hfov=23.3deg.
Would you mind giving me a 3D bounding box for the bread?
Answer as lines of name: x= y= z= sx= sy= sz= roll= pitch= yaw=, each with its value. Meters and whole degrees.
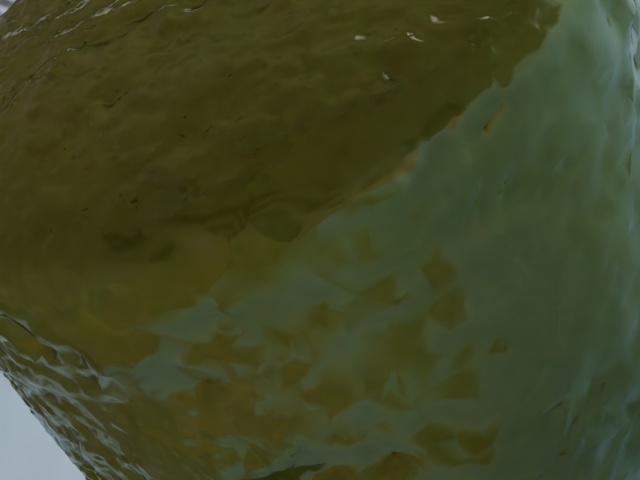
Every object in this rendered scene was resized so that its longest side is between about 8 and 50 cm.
bread: x=0.000 y=0.000 z=0.722 sx=0.348 sy=0.308 sz=0.348 roll=-17 pitch=-152 yaw=9
